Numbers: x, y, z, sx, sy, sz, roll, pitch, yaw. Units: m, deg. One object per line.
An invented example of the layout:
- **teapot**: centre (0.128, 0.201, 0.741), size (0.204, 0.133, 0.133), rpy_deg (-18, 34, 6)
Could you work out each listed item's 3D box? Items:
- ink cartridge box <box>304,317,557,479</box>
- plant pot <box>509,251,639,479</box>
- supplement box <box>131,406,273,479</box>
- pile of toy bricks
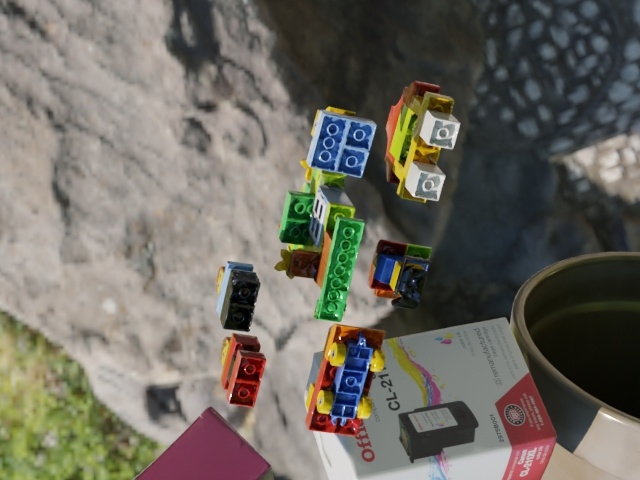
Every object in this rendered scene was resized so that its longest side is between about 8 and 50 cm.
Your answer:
- **ink cartridge box**: centre (0.088, 0.147, 1.250), size (0.175, 0.127, 0.072), rpy_deg (-10, 144, -15)
- **plant pot**: centre (0.311, 0.209, 1.411), size (0.323, 0.323, 0.280), rpy_deg (2, 119, -15)
- **supplement box**: centre (-0.101, 0.239, 1.353), size (0.104, 0.081, 0.188), rpy_deg (-43, 161, -18)
- **pile of toy bricks**: centre (0.000, 0.000, 0.894), size (0.118, 0.105, 0.212), rpy_deg (10, 108, -16)
